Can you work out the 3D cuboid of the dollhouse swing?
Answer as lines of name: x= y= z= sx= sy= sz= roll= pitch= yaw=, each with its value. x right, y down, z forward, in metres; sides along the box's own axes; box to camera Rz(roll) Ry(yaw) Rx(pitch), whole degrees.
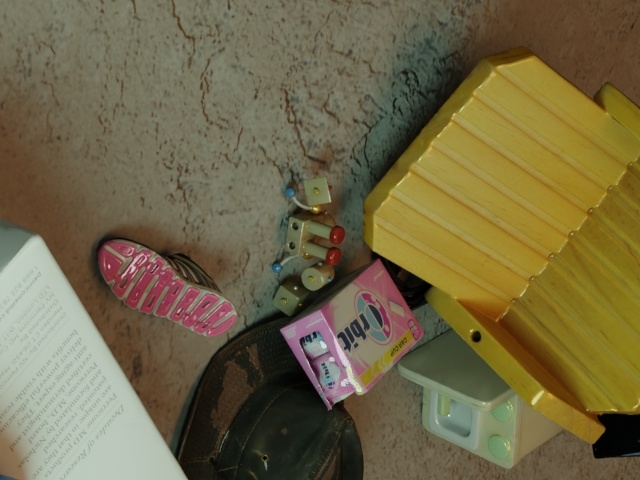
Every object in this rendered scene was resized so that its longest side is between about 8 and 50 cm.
dollhouse swing: x=0.282 y=0.001 z=2.214 sx=0.347 sy=0.315 sz=0.305 roll=-49 pitch=149 yaw=10

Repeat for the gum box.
gum box: x=0.037 y=0.107 z=2.178 sx=0.107 sy=0.062 sz=0.188 roll=59 pitch=31 yaw=-4

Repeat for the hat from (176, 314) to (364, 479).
hat: x=-0.031 y=0.257 z=2.197 sx=0.331 sy=0.134 sz=0.331 roll=-26 pitch=126 yaw=-41

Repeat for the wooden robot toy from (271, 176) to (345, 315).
wooden robot toy: x=0.000 y=0.000 z=2.162 sx=0.079 sy=0.076 sz=0.173 roll=-26 pitch=131 yaw=-59

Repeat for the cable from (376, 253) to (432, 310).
cable: x=0.127 y=-0.001 z=2.336 sx=0.150 sy=0.047 sz=0.184 roll=13 pitch=98 yaw=-53

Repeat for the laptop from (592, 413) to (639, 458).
laptop: x=0.468 y=0.089 z=2.540 sx=0.236 sy=0.408 sz=0.382 roll=-3 pitch=80 yaw=-20

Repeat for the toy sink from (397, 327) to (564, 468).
toy sink: x=0.223 y=0.197 z=2.469 sx=0.234 sy=0.153 sz=0.131 roll=-27 pitch=127 yaw=-43

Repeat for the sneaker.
sneaker: x=-0.167 y=0.041 z=1.981 sx=0.170 sy=0.075 sz=0.063 roll=29 pitch=102 yaw=-31

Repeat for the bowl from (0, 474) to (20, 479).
bowl: x=-0.413 y=0.266 z=1.517 sx=0.391 sy=0.391 sz=0.077 roll=20 pitch=55 yaw=-54

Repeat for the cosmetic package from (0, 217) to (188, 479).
cosmetic package: x=-0.290 y=0.161 z=1.741 sx=0.161 sy=0.230 sz=0.453 roll=-50 pitch=141 yaw=-24
